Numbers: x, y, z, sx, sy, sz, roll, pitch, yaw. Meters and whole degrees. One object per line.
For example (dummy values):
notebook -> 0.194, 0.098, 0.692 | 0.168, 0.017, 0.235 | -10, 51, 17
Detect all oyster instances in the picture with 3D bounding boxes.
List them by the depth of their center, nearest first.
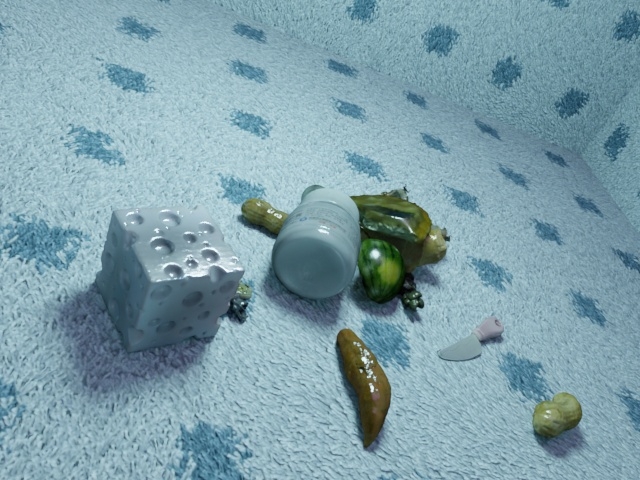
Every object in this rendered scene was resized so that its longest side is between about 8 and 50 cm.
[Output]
oyster -> 0.335, -0.095, 2.270 | 0.337, 0.133, 0.198 | 52, 6, 39

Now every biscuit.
biscuit -> 0.207, -0.087, 2.025 | 0.335, 0.078, 0.329 | 7, 23, -2

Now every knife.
knife -> 0.486, 0.328, 1.947 | 0.336, 0.043, 0.081 | -20, 64, -41

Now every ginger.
ginger -> 0.256, 0.002, 2.095 | 0.354, 0.190, 0.126 | 21, 6, 5

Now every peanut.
peanut -> 0.699, 0.513, 1.794 | 0.229, 0.098, 0.103 | -4, 72, -43
peanut -> -0.163, -0.074, 1.951 | 0.193, 0.089, 0.089 | 29, 34, -7

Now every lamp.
lamp -> -0.015, -0.143, 2.123 | 0.105, 0.105, 0.105 | 19, 35, -14

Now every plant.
plant -> 0.284, 0.167, 1.966 | 0.085, 0.087, 0.174 | -16, 42, -9

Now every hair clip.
hair clip -> -0.248, 0.135, 1.636 | 0.146, 0.056, 0.187 | -6, 44, -50

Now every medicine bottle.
medicine bottle -> 0.000, 0.000, 1.822 | 0.245, 0.245, 0.306 | 26, 33, -5

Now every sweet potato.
sweet potato -> 0.120, 0.355, 1.577 | 0.095, 0.106, 0.354 | 47, 19, -40

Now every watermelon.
watermelon -> 0.198, 0.082, 1.908 | 0.204, 0.127, 0.232 | 53, 29, -34

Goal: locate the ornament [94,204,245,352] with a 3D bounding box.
ornament -> -0.364, 0.083, 1.452 | 0.240, 0.240, 0.239 | -6, 47, -39
